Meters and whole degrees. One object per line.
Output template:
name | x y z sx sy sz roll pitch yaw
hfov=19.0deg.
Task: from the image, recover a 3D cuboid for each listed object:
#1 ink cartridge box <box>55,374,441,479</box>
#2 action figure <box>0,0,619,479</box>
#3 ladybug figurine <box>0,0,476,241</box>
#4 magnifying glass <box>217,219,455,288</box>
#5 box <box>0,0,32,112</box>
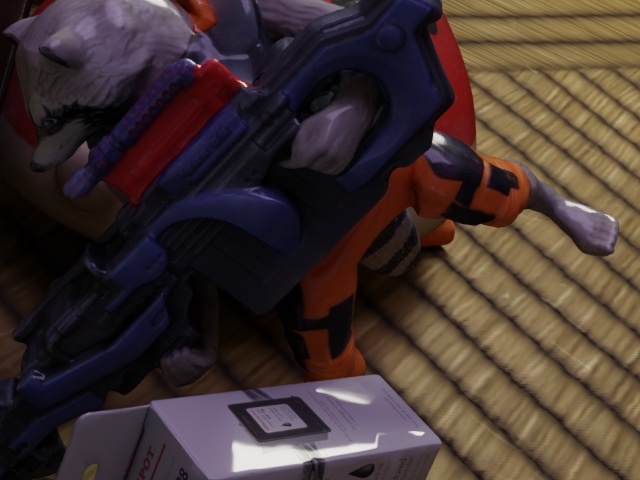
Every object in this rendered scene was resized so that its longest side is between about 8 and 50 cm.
ink cartridge box | -0.040 0.129 0.922 0.180 0.104 0.060 -4 37 -39
action figure | -0.048 -0.004 0.987 0.330 0.341 0.178 41 17 -36
ladybug figurine | -0.044 -0.109 1.251 0.305 0.162 0.449 20 21 13
magnifying glass | 0.000 0.000 1.278 0.231 0.026 0.092 -8 38 -41
box | -0.236 -0.145 1.014 0.168 0.167 0.203 16 28 -11
